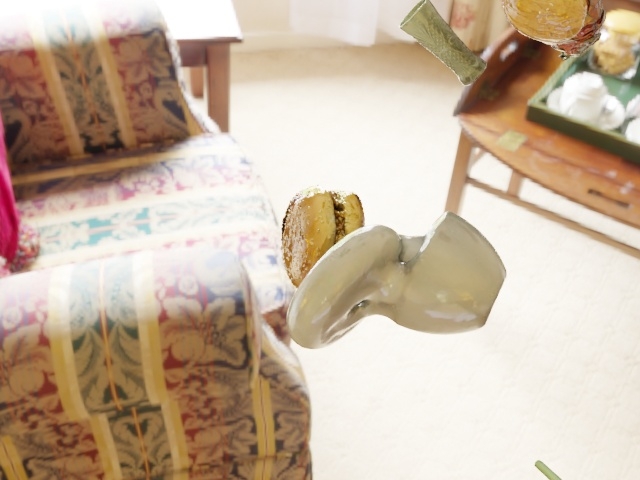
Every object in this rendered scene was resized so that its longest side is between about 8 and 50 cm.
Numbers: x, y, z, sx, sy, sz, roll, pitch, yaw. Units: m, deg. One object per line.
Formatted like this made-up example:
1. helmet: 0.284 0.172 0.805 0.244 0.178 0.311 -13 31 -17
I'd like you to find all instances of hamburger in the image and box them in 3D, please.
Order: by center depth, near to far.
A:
1. hamburger: 0.002 0.006 1.358 0.118 0.182 0.191 0 73 -14

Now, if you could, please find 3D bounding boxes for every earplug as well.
1. earplug: 0.105 0.068 1.185 0.325 0.214 0.175 -13 61 -10

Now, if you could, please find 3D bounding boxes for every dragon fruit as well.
1. dragon fruit: 0.621 -0.556 2.062 0.188 0.182 0.182 27 30 -33

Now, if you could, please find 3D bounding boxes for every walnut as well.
1. walnut: 0.461 -0.481 1.702 0.180 0.144 0.144 20 42 -1

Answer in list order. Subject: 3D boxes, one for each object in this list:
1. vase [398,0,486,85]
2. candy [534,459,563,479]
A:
1. vase: 0.295 -0.465 1.963 0.219 0.096 0.096 41 42 -14
2. candy: 0.409 0.416 1.136 0.083 0.091 0.305 -36 54 -15
